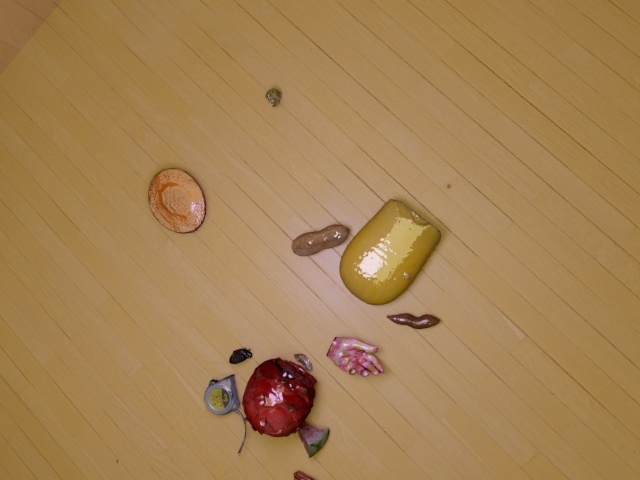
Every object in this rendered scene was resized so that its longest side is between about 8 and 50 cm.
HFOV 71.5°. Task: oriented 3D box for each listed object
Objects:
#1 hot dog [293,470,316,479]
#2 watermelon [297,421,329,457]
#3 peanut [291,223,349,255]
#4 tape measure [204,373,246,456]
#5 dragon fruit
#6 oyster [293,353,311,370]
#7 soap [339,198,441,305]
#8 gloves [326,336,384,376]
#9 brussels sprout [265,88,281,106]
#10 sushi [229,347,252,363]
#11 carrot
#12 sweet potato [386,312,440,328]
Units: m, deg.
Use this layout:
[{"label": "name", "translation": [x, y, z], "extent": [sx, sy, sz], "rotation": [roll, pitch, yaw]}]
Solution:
[{"label": "hot dog", "translation": [-0.054, 1.036, 1.897], "extent": [0.144, 0.038, 0.062], "rotation": [29, 93, 10]}, {"label": "watermelon", "translation": [-0.057, 0.840, 1.874], "extent": [0.158, 0.121, 0.098], "rotation": [16, 112, 14]}, {"label": "peanut", "translation": [0.000, 0.000, 1.894], "extent": [0.263, 0.117, 0.101], "rotation": [-17, 105, 6]}, {"label": "tape measure", "translation": [-0.409, 0.764, 1.943], "extent": [0.163, 0.084, 0.331], "rotation": [-13, 84, 11]}, {"label": "dragon fruit", "translation": [-0.166, 0.640, 1.812], "extent": [0.295, 0.296, 0.302], "rotation": [15, 78, 10]}, {"label": "oyster", "translation": [-0.082, 0.528, 1.909], "extent": [0.038, 0.080, 0.083], "rotation": [-46, 46, 27]}, {"label": "soap", "translation": [0.272, 0.063, 1.843], "extent": [0.306, 0.115, 0.427], "rotation": [40, 95, 5]}, {"label": "gloves", "translation": [0.152, 0.490, 1.846], "extent": [0.241, 0.126, 0.145], "rotation": [26, 68, 12]}, {"label": "brussels sprout", "translation": [-0.208, -0.642, 1.983], "extent": [0.085, 0.058, 0.085], "rotation": [14, 120, 26]}, {"label": "sushi", "translation": [-0.349, 0.504, 1.945], "extent": [0.084, 0.083, 0.056], "rotation": [-21, 84, 9]}, {"label": "carrot", "translation": [-0.647, -0.174, 2.026], "extent": [0.258, 0.100, 0.307], "rotation": [-30, 91, 6]}, {"label": "sweet potato", "translation": [0.383, 0.335, 1.845], "extent": [0.218, 0.051, 0.065], "rotation": [1, 92, 10]}]
